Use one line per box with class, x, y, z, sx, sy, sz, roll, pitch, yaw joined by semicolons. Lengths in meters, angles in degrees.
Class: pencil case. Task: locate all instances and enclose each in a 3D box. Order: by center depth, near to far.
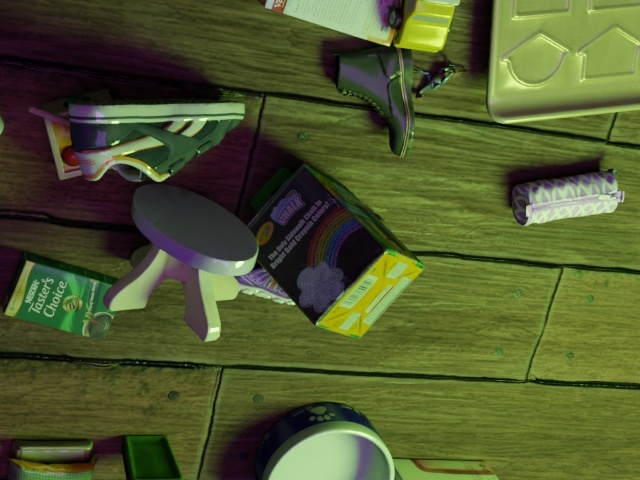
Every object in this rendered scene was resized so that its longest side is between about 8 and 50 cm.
pencil case;0.463;-0.077;2.191;0.206;0.088;0.086;-10;116;-12

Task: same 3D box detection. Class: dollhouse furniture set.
dollhouse furniture set;-0.422;0.479;2.136;0.301;0.151;0.197;3;114;-19

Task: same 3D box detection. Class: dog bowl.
dog bowl;0.006;0.454;2.293;0.265;0.104;0.265;-7;117;-14

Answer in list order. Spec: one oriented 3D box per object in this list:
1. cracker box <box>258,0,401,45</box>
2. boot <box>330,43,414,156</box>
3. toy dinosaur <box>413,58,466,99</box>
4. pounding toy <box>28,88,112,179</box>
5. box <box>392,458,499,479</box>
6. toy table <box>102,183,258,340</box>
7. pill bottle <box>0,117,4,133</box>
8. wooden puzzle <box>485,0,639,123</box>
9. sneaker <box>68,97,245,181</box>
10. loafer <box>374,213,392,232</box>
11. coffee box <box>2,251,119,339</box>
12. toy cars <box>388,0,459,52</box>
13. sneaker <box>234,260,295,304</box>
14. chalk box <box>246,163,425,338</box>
cracker box;0.029;-0.425;1.888;0.232;0.067;0.155;13;109;-24
boot;0.087;-0.238;2.004;0.137;0.077;0.198;-7;104;-10
toy dinosaur;0.205;-0.273;2.038;0.090;0.047;0.082;18;127;-36
pounding toy;-0.388;-0.176;1.854;0.130;0.100;0.141;-14;119;-12
box;0.245;0.545;2.404;0.232;0.127;0.148;6;113;-21
toy table;-0.226;0.036;1.918;0.252;0.274;0.161;3;118;-30
pill bottle;-0.592;-0.259;1.711;0.161;0.161;0.283;-26;121;-4
wooden puzzle;0.438;-0.393;2.038;0.322;0.080;0.348;-7;113;-15
sneaker;-0.256;-0.162;1.841;0.321;0.126;0.127;-9;104;-42
loafer;0.108;0.021;2.140;0.050;0.056;0.148;-22;120;-14
coffee box;-0.441;0.098;2.006;0.184;0.040;0.113;20;108;-26
toy cars;0.256;-0.461;1.860;0.394;0.087;0.176;-42;115;0
sneaker;-0.086;0.069;2.096;0.170;0.068;0.071;15;104;-23
chalk box;0.000;0.000;1.997;0.180;0.289;0.179;-47;153;10
